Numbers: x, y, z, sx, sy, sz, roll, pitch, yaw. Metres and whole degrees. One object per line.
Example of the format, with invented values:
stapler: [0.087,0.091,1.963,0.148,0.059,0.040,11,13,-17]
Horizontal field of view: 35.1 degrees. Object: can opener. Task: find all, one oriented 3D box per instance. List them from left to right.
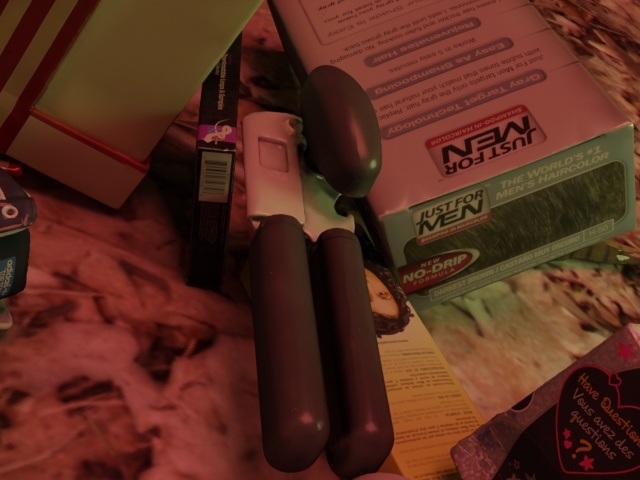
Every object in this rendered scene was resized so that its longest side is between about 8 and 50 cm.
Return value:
can opener: [0.000,0.000,0.607,0.076,0.095,0.283,12,42,-20]

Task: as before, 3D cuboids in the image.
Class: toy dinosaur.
toy dinosaur: [0.205,-0.025,0.902,0.268,0.064,0.118,6,58,-26]

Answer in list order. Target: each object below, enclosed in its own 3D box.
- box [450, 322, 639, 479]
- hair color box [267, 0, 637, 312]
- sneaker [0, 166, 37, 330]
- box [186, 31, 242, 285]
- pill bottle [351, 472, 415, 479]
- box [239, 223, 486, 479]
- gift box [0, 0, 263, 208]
box: [0.224,0.150,0.571,0.247,0.142,0.163,10,47,-43]
hair color box: [0.086,-0.132,0.833,0.185,0.113,0.374,-21,44,-1]
sneaker: [-0.233,0.036,0.509,0.153,0.099,0.282,14,35,-15]
box: [-0.074,-0.064,0.719,0.029,0.116,0.162,4,40,-7]
pill bottle: [0.005,0.192,0.463,0.108,0.108,0.180,34,36,8]
box: [0.032,0.086,0.655,0.087,0.058,0.232,-3,46,-34]
gift box: [-0.194,-0.211,0.699,0.276,0.258,0.255,30,35,-18]
